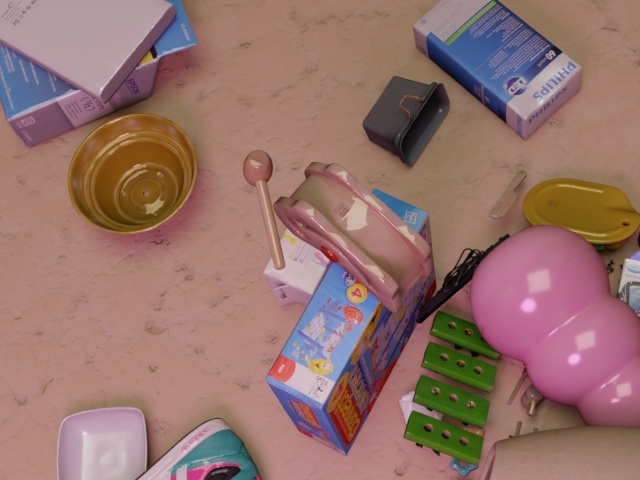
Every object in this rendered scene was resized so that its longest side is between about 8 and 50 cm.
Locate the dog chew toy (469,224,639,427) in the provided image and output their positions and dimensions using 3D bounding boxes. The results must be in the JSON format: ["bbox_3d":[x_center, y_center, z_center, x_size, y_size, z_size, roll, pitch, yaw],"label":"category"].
[{"bbox_3d":[0.365,0.139,1.652,0.206,0.206,0.332,-36,73,-6],"label":"dog chew toy"}]

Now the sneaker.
[{"bbox_3d":[-0.194,0.416,1.671,0.295,0.124,0.178,-44,59,-11],"label":"sneaker"}]

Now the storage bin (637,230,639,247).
[{"bbox_3d":[0.583,-0.015,1.739,0.180,0.084,0.122,29,75,18],"label":"storage bin"}]

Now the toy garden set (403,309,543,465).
[{"bbox_3d":[0.235,0.235,1.680,0.203,0.049,0.244,21,44,1],"label":"toy garden set"}]

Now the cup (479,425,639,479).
[{"bbox_3d":[0.312,0.370,1.469,0.236,0.331,0.331,17,71,5],"label":"cup"}]

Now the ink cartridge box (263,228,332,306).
[{"bbox_3d":[-0.021,0.038,1.810,0.089,0.092,0.143,23,74,16],"label":"ink cartridge box"}]

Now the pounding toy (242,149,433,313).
[{"bbox_3d":[0.000,0.000,1.467,0.269,0.154,0.155,42,78,1],"label":"pounding toy"}]

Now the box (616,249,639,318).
[{"bbox_3d":[0.482,0.085,1.721,0.081,0.028,0.136,12,90,14],"label":"box"}]

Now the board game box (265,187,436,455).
[{"bbox_3d":[0.055,0.126,1.644,0.086,0.308,0.302,25,74,16],"label":"board game box"}]

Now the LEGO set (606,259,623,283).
[{"bbox_3d":[0.469,0.062,1.763,0.054,0.023,0.083,-34,54,-8],"label":"LEGO set"}]

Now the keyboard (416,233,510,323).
[{"bbox_3d":[0.213,0.045,1.749,0.192,0.100,0.038,-40,79,-19],"label":"keyboard"}]

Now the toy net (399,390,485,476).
[{"bbox_3d":[0.197,0.317,1.688,0.232,0.045,0.122,39,80,23],"label":"toy net"}]

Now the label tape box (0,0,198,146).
[{"bbox_3d":[-0.401,-0.347,2.022,0.347,0.115,0.249,-22,66,-3],"label":"label tape box"}]

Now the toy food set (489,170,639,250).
[{"bbox_3d":[0.382,-0.030,1.788,0.217,0.071,0.128,14,49,21],"label":"toy food set"}]

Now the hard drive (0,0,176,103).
[{"bbox_3d":[-0.423,-0.381,1.955,0.307,0.040,0.203,31,75,18],"label":"hard drive"}]

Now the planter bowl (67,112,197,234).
[{"bbox_3d":[-0.299,-0.093,1.909,0.217,0.090,0.217,-3,67,7],"label":"planter bowl"}]

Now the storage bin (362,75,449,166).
[{"bbox_3d":[0.133,-0.205,1.890,0.091,0.098,0.135,24,73,28],"label":"storage bin"}]

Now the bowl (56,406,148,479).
[{"bbox_3d":[-0.325,0.329,1.760,0.142,0.053,0.142,-7,68,6],"label":"bowl"}]

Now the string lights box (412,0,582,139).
[{"bbox_3d":[0.290,-0.302,1.908,0.133,0.077,0.260,-42,68,-8],"label":"string lights box"}]
